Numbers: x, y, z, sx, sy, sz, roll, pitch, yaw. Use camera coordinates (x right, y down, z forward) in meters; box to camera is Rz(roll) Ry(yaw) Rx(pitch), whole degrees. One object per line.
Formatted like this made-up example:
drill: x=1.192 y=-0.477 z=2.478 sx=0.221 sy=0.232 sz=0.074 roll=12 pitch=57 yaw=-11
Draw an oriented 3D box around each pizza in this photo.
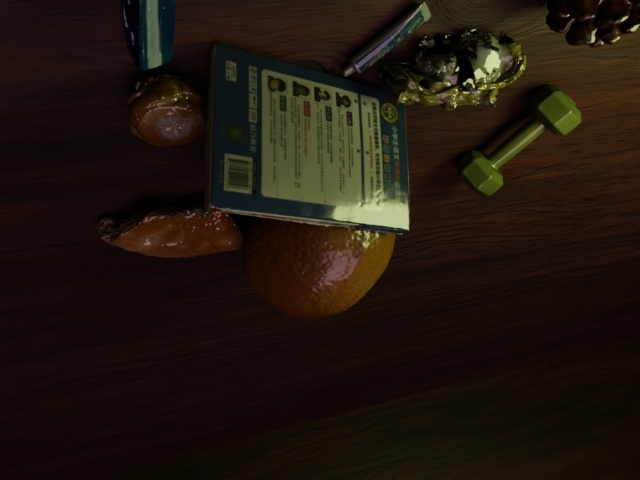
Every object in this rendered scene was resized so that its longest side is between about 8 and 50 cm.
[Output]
pizza: x=-0.309 y=-0.026 z=1.281 sx=0.365 sy=0.074 sz=0.182 roll=-2 pitch=141 yaw=-23

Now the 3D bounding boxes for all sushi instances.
sushi: x=0.269 y=-0.334 z=1.122 sx=0.291 sy=0.139 sz=0.131 roll=-10 pitch=135 yaw=-11

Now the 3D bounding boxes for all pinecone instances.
pinecone: x=0.493 y=-0.455 z=0.996 sx=0.246 sy=0.246 sz=0.292 roll=-27 pitch=158 yaw=9

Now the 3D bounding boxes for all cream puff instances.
cream puff: x=-0.271 y=-0.235 z=1.010 sx=0.144 sy=0.103 sz=0.126 roll=4 pitch=142 yaw=-29

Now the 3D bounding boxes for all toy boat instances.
toy boat: x=-0.251 y=-0.396 z=0.826 sx=0.062 sy=0.096 sz=0.299 roll=-14 pitch=142 yaw=-27

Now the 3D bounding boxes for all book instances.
book: x=-0.007 y=-0.178 z=1.069 sx=0.428 sy=0.300 sz=0.039 roll=7 pitch=167 yaw=-31

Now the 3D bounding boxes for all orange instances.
orange: x=0.000 y=0.000 z=1.265 sx=0.322 sy=0.322 sz=0.357 roll=11 pitch=132 yaw=-36

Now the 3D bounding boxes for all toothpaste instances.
toothpaste: x=0.123 y=-0.377 z=1.079 sx=0.197 sy=0.035 sz=0.057 roll=-34 pitch=157 yaw=15

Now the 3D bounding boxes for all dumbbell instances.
dumbbell: x=0.471 y=-0.236 z=1.365 sx=0.108 sy=0.121 sz=0.302 roll=39 pitch=119 yaw=-18

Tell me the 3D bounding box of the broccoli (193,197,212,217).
broccoli: x=-0.181 y=-0.109 z=1.146 sx=0.118 sy=0.122 sz=0.204 roll=-20 pitch=-161 yaw=48
